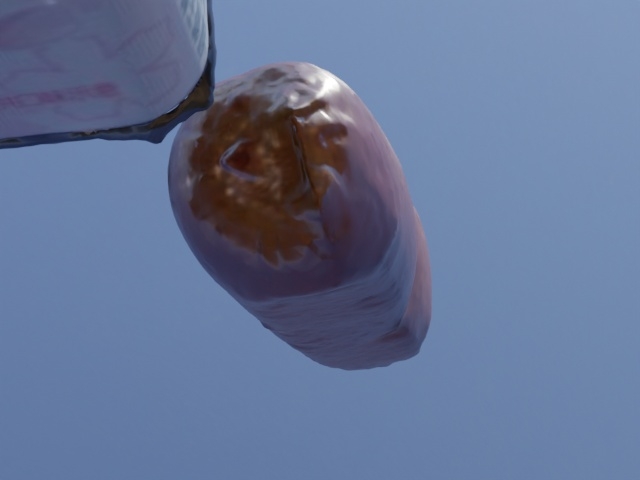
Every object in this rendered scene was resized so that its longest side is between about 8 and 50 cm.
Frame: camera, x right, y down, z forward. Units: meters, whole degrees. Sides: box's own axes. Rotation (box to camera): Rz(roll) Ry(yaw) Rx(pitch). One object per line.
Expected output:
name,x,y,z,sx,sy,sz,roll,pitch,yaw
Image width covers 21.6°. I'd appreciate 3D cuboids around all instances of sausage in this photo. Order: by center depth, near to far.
sausage,0.000,-0.001,0.781,0.094,0.348,0.097,-5,-101,7

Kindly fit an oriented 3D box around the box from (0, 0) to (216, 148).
box,-0.142,-0.131,0.369,0.190,0.370,0.112,-4,-110,4
